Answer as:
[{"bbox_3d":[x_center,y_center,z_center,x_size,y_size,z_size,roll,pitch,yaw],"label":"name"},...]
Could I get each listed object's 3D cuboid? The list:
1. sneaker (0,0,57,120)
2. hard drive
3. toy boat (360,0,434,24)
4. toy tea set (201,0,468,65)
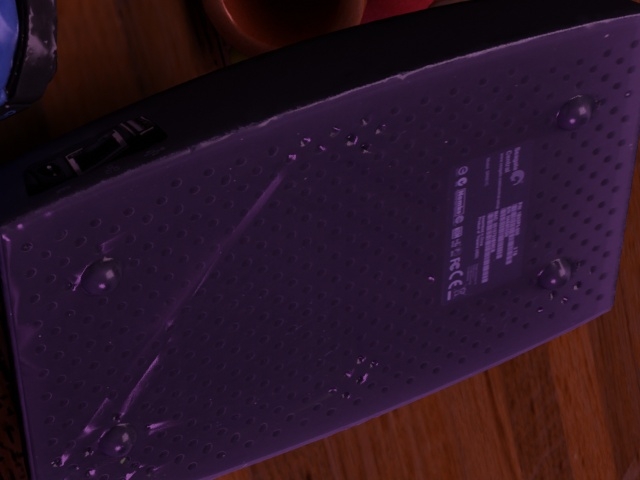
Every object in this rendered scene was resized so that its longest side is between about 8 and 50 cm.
[{"bbox_3d":[-0.126,-0.042,0.657,0.085,0.058,0.152,19,68,-50],"label":"sneaker"},{"bbox_3d":[0.000,0.000,0.730,0.255,0.054,0.172,-20,136,-20],"label":"hard drive"},{"bbox_3d":[0.053,-0.212,0.870,0.151,0.151,0.231,-50,133,-48],"label":"toy boat"},{"bbox_3d":[0.027,-0.095,0.789,0.124,0.200,0.336,-59,145,-54],"label":"toy tea set"}]
